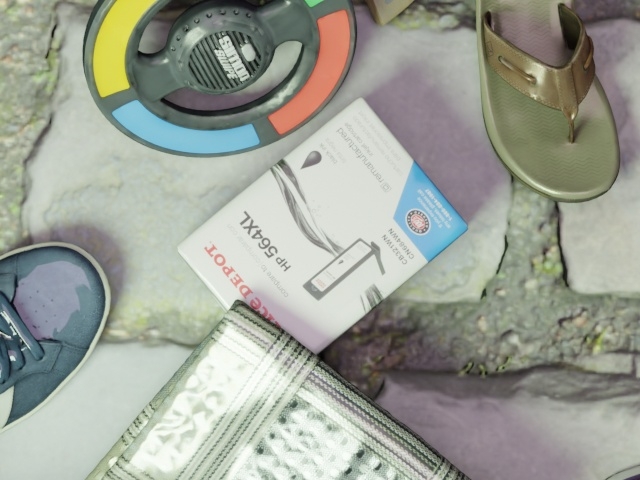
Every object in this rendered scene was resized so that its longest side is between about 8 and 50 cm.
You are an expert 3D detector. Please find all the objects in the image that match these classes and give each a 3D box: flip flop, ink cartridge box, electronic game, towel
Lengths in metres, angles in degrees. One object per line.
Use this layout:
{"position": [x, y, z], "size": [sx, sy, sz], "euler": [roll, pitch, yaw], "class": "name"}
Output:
{"position": [0.190, -0.167, 1.583], "size": [0.112, 0.080, 0.277], "euler": [-9, 88, -2], "class": "flip flop"}
{"position": [0.000, 0.000, 1.568], "size": [0.203, 0.086, 0.148], "euler": [-40, 90, -3], "class": "ink cartridge box"}
{"position": [-0.082, -0.159, 1.526], "size": [0.229, 0.229, 0.048], "euler": [-15, 45, -3], "class": "electronic game"}
{"position": [-0.047, 0.260, 1.530], "size": [0.312, 0.056, 0.324], "euler": [39, 106, -1], "class": "towel"}

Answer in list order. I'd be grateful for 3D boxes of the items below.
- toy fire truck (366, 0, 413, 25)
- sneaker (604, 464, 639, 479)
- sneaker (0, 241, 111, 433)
{"position": [-0.045, -0.272, 1.560], "size": [0.217, 0.158, 0.246], "euler": [-43, 80, -3], "class": "toy fire truck"}
{"position": [0.369, 0.204, 1.555], "size": [0.283, 0.124, 0.107], "euler": [-27, 90, -3], "class": "sneaker"}
{"position": [-0.323, 0.126, 1.520], "size": [0.350, 0.148, 0.131], "euler": [-38, 90, -3], "class": "sneaker"}
